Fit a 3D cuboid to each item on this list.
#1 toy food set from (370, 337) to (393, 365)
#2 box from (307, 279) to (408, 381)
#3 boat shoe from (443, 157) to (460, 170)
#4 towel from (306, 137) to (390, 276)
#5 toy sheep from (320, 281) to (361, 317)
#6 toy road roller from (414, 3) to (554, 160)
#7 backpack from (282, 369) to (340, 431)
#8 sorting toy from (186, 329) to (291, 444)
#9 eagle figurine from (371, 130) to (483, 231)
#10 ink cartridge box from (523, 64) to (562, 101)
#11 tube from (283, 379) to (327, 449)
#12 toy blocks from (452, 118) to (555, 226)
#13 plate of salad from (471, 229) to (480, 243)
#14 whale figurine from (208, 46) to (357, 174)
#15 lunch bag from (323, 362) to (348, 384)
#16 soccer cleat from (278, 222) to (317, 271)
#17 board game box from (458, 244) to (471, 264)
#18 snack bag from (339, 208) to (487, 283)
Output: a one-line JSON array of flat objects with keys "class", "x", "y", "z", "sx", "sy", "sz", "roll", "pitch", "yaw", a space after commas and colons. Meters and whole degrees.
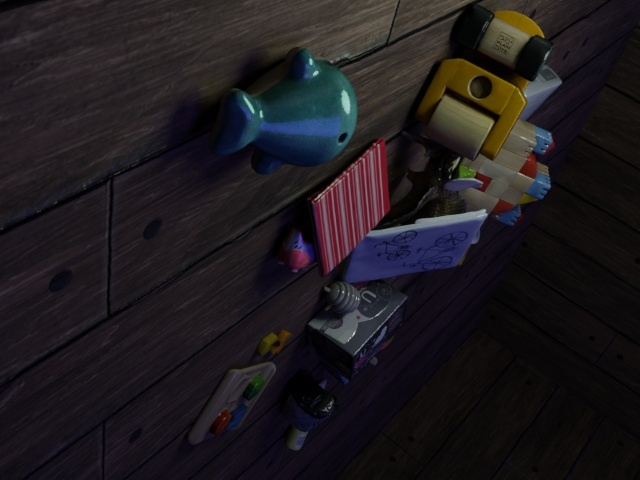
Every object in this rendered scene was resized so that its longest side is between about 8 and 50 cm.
[{"class": "toy food set", "x": 0.183, "y": 0.289, "z": 2.499, "sx": 0.128, "sy": 0.071, "sz": 0.218, "roll": 29, "pitch": 95, "yaw": -45}, {"class": "box", "x": 0.099, "y": 0.223, "z": 2.063, "sx": 0.247, "sy": 0.163, "sz": 0.142, "roll": -42, "pitch": 153, "yaw": -30}, {"class": "boat shoe", "x": 0.337, "y": -0.258, "z": 1.991, "sx": 0.072, "sy": 0.068, "sz": 0.190, "roll": 15, "pitch": 98, "yaw": -55}, {"class": "towel", "x": 0.066, "y": -0.074, "z": 1.610, "sx": 0.275, "sy": 0.031, "sz": 0.199, "roll": -44, "pitch": 139, "yaw": -38}, {"class": "toy sheep", "x": 0.053, "y": 0.148, "z": 1.960, "sx": 0.132, "sy": 0.091, "sz": 0.091, "roll": 26, "pitch": 100, "yaw": -41}, {"class": "toy road roller", "x": 0.383, "y": -0.359, "z": 1.741, "sx": 0.329, "sy": 0.202, "sz": 0.240, "roll": -63, "pitch": 169, "yaw": 17}, {"class": "backpack", "x": -0.040, "y": 0.476, "z": 2.212, "sx": 0.115, "sy": 0.152, "sz": 0.182, "roll": -37, "pitch": 166, "yaw": -27}, {"class": "sorting toy", "x": -0.179, "y": 0.353, "z": 1.832, "sx": 0.307, "sy": 0.041, "sz": 0.229, "roll": -57, "pitch": 159, "yaw": 8}, {"class": "eagle figurine", "x": 0.248, "y": -0.103, "z": 1.855, "sx": 0.225, "sy": 0.226, "sz": 0.298, "roll": -57, "pitch": 170, "yaw": -70}, {"class": "ink cartridge box", "x": 0.505, "y": -0.338, "z": 2.240, "sx": 0.308, "sy": 0.091, "sz": 0.385, "roll": -27, "pitch": 163, "yaw": -51}, {"class": "tube", "x": -0.045, "y": 0.551, "z": 2.420, "sx": 0.240, "sy": 0.062, "sz": 0.070, "roll": -66, "pitch": -159, "yaw": 15}, {"class": "toy blocks", "x": 0.491, "y": -0.179, "z": 2.043, "sx": 0.191, "sy": 0.261, "sz": 0.381, "roll": -76, "pitch": -171, "yaw": -51}, {"class": "plate of salad", "x": 0.417, "y": -0.079, "z": 2.293, "sx": 0.048, "sy": 0.200, "sz": 0.200, "roll": -27, "pitch": 176, "yaw": 34}, {"class": "whale figurine", "x": -0.046, "y": -0.182, "z": 1.153, "sx": 0.272, "sy": 0.141, "sz": 0.216, "roll": -23, "pitch": 143, "yaw": -53}, {"class": "lunch bag", "x": 0.076, "y": 0.347, "z": 2.317, "sx": 0.129, "sy": 0.096, "sz": 0.151, "roll": -45, "pitch": 143, "yaw": -18}, {"class": "soccer cleat", "x": 0.000, "y": 0.000, "z": 1.628, "sx": 0.248, "sy": 0.083, "sz": 0.095, "roll": -17, "pitch": 133, "yaw": -54}, {"class": "board game box", "x": 0.444, "y": -0.041, "z": 2.455, "sx": 0.039, "sy": 0.124, "sz": 0.259, "roll": -32, "pitch": 150, "yaw": -43}, {"class": "snack bag", "x": 0.216, "y": 0.022, "z": 1.898, "sx": 0.342, "sy": 0.037, "sz": 0.323, "roll": -10, "pitch": 158, "yaw": -8}]
